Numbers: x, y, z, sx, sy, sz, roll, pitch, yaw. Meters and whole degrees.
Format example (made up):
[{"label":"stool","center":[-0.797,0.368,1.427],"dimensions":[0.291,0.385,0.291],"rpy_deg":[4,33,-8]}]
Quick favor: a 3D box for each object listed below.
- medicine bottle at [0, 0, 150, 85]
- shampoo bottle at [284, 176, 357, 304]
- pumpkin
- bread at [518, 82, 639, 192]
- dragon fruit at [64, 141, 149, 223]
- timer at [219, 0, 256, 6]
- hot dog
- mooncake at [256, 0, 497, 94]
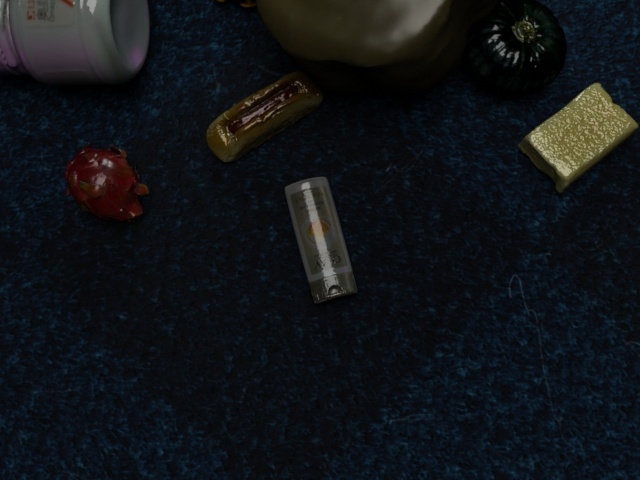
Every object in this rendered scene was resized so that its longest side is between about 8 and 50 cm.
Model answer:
[{"label":"medicine bottle","center":[-0.491,-0.406,1.713],"dimensions":[0.302,0.241,0.241],"rpy_deg":[1,77,11]},{"label":"shampoo bottle","center":[0.000,0.000,1.708],"dimensions":[0.086,0.056,0.227],"rpy_deg":[-14,77,-2]},{"label":"pumpkin","center":[0.362,-0.368,1.744],"dimensions":[0.202,0.140,0.202],"rpy_deg":[2,71,-7]},{"label":"bread","center":[0.481,-0.195,1.743],"dimensions":[0.188,0.068,0.125],"rpy_deg":[-38,80,-7]},{"label":"dragon fruit","center":[-0.391,-0.101,1.698],"dimensions":[0.136,0.133,0.166],"rpy_deg":[-43,91,0]},{"label":"timer","center":[-0.159,-0.518,1.804],"dimensions":[0.107,0.109,0.107],"rpy_deg":[7,35,-5]},{"label":"hot dog","center":[-0.107,-0.240,1.758],"dimensions":[0.242,0.073,0.084],"rpy_deg":[-31,74,-7]},{"label":"mooncake","center":[0.102,-0.492,1.665],"dimensions":[0.467,0.262,0.467],"rpy_deg":[-4,80,21]}]
